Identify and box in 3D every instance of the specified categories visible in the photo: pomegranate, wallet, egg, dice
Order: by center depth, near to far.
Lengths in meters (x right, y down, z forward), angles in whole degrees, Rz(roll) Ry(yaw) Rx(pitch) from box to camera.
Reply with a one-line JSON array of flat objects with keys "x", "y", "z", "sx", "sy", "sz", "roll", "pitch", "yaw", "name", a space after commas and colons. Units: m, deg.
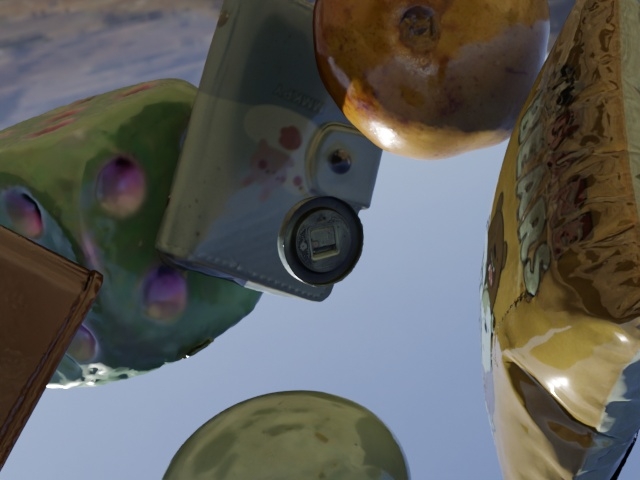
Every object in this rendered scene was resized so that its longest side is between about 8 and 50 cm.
[{"x": -0.026, "y": 0.175, "z": 0.968, "sx": 0.192, "sy": 0.149, "sz": 0.149, "roll": -31, "pitch": 177, "yaw": 34, "name": "egg"}, {"x": 0.120, "y": -0.211, "z": 1.553, "sx": 0.264, "sy": 0.264, "sz": 0.264, "roll": -14, "pitch": -173, "yaw": 2, "name": "pomegranate"}, {"x": -0.040, "y": -0.113, "z": 1.770, "sx": 0.252, "sy": 0.360, "sz": 0.083, "roll": 18, "pitch": 172, "yaw": -25, "name": "wallet"}, {"x": -0.278, "y": -0.010, "z": 1.891, "sx": 0.318, "sy": 0.322, "sz": 0.330, "roll": -6, "pitch": -160, "yaw": 45, "name": "dice"}]

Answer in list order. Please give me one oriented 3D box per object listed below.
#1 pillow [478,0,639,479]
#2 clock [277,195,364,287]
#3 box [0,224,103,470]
[{"x": 0.174, "y": 0.020, "z": 1.012, "sx": 0.119, "sy": 0.312, "sz": 0.310, "roll": 8, "pitch": -130, "yaw": -1, "name": "pillow"}, {"x": 0.000, "y": 0.000, "z": 1.353, "sx": 0.085, "sy": 0.085, "sz": 0.017, "roll": -18, "pitch": -165, "yaw": -26, "name": "clock"}, {"x": -0.418, "y": 0.137, "z": 1.516, "sx": 0.239, "sy": 0.229, "sz": 0.339, "roll": -28, "pitch": -146, "yaw": 60, "name": "box"}]
